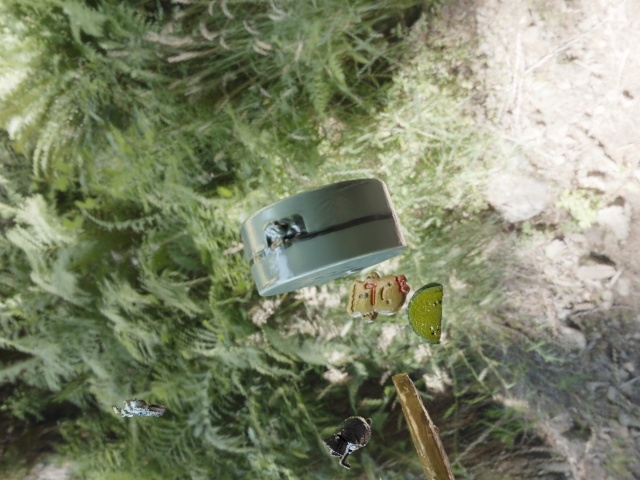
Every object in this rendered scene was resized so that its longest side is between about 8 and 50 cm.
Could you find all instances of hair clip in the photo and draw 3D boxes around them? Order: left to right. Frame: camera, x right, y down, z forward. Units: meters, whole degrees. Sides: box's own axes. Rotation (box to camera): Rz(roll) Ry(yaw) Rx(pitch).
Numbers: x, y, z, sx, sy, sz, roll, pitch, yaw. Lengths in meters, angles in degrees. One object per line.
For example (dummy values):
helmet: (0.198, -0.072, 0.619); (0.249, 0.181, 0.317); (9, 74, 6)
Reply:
hair clip: (-0.465, 0.432, 1.532); (0.172, 0.116, 0.049); (-17, 68, 45)

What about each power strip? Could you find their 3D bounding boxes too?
power strip: (0.000, 0.000, 1.254); (0.357, 0.357, 0.162); (103, 150, -81)

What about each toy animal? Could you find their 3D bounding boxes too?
toy animal: (0.110, 0.746, 2.216); (0.122, 0.185, 0.298); (38, 179, 32)

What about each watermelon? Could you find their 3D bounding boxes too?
watermelon: (0.273, 0.192, 1.585); (0.092, 0.075, 0.182); (29, 128, 47)

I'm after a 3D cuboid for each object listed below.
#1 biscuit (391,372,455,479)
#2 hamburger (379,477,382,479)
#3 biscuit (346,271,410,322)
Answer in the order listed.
biscuit: (0.287, 0.549, 1.509); (0.365, 0.062, 0.385); (-112, 2, -60)
hamburger: (0.060, 0.673, 1.299); (0.150, 0.276, 0.260); (31, 137, -7)
biscuit: (0.177, 0.174, 1.843); (0.036, 0.225, 0.166); (32, -119, -43)
